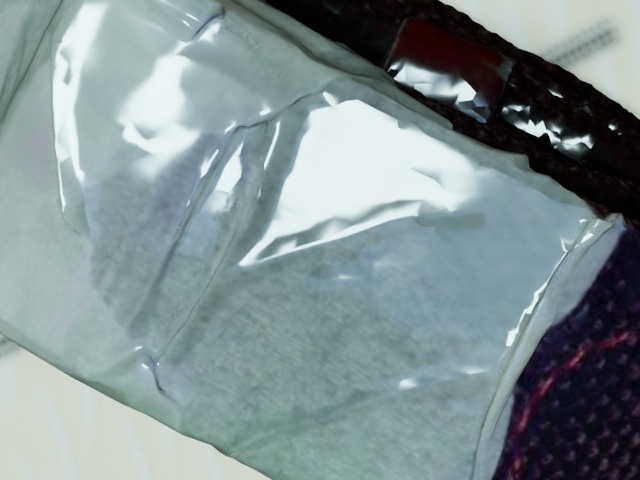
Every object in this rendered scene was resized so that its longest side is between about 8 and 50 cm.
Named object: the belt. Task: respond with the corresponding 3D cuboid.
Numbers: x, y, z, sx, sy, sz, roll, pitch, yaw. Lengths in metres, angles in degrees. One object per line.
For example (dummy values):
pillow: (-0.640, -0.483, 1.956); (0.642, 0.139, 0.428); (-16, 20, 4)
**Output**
belt: (0.000, 0.000, 0.554); (0.289, 0.184, 0.164); (29, 110, 0)
